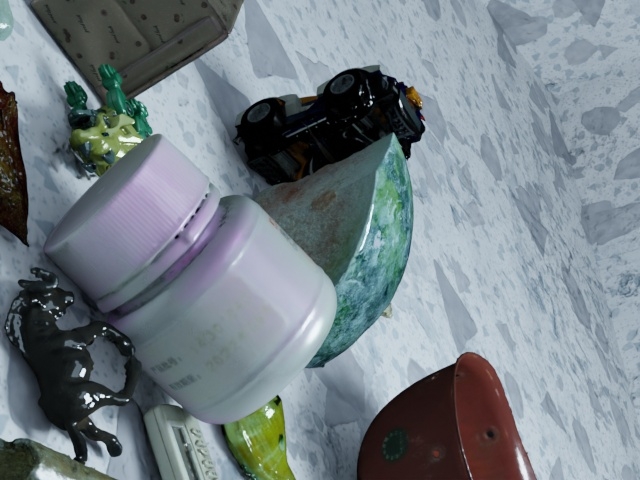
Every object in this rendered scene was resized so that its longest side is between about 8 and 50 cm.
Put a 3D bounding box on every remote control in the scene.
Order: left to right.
[{"bbox_3d":[-0.151,0.307,1.611,0.090,0.049,0.230,25,38,-58],"label":"remote control"}]

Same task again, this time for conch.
[{"bbox_3d":[-0.090,0.243,1.794,0.095,0.080,0.200,-21,94,-47],"label":"conch"}]

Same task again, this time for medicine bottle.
[{"bbox_3d":[-0.157,0.044,1.623,0.302,0.241,0.241,46,28,-17],"label":"medicine bottle"}]

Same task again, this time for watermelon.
[{"bbox_3d":[0.000,0.000,2.103,0.387,0.258,0.228,-62,156,-10],"label":"watermelon"}]

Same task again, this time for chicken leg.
[{"bbox_3d":[-0.377,-0.110,1.547,0.105,0.063,0.233,18,52,-54],"label":"chicken leg"}]

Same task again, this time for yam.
[{"bbox_3d":[-0.246,0.275,1.389,0.259,0.093,0.093,39,34,-46],"label":"yam"}]

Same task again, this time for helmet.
[{"bbox_3d":[0.182,0.371,2.037,0.337,0.230,0.385,-89,154,-45],"label":"helmet"}]

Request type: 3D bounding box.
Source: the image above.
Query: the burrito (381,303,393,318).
[{"bbox_3d":[0.065,0.011,2.376,0.082,0.059,0.275,31,39,-64],"label":"burrito"}]

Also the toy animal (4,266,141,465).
[{"bbox_3d":[-0.277,0.147,1.494,0.148,0.084,0.232,9,55,-48],"label":"toy animal"}]

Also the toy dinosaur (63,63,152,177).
[{"bbox_3d":[-0.259,-0.123,1.788,0.259,0.094,0.153,44,29,-55],"label":"toy dinosaur"}]

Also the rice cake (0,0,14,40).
[{"bbox_3d":[-0.436,-0.360,1.698,0.045,0.042,0.245,3,62,-52],"label":"rice cake"}]

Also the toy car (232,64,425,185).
[{"bbox_3d":[0.022,-0.175,2.163,0.193,0.301,0.118,53,28,-37],"label":"toy car"}]

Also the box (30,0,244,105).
[{"bbox_3d":[-0.233,-0.364,1.907,0.190,0.225,0.297,52,25,-22],"label":"box"}]
